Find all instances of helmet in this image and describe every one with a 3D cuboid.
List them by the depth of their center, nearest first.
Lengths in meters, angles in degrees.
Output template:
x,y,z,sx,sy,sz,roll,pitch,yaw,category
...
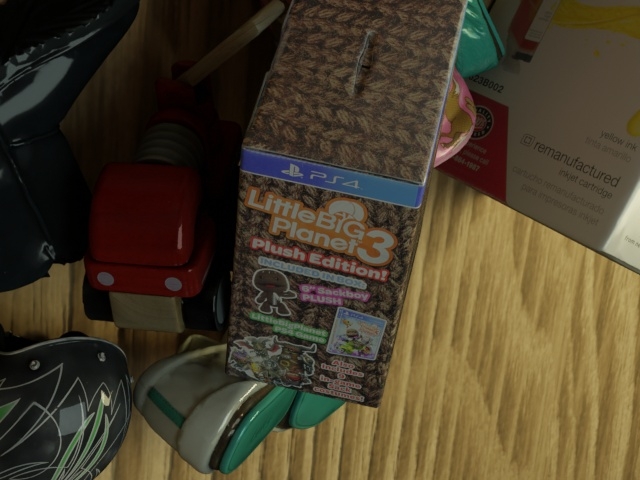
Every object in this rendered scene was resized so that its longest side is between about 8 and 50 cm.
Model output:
x,y,z,sx,sy,sz,roll,pitch,yaw,category
-0.247,0.147,1.401,0.169,0.161,0.169,-21,126,-33,helmet

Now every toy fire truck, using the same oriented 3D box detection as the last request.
x,y,z,sx,sy,sz,roll,pitch,yaw,category
-0.109,-0.071,1.333,0.217,0.158,0.246,-72,162,-50,toy fire truck

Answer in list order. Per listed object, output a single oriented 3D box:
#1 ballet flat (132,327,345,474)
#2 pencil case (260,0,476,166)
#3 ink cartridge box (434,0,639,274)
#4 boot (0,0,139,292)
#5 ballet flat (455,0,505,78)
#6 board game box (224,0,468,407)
x,y,z,sx,sy,sz,roll,pitch,yaw,category
-0.060,0.123,1.561,0.400,0.139,0.139,-17,129,-69,ballet flat
0.029,-0.230,1.449,0.167,0.160,0.386,-13,130,7,pencil case
0.315,-0.188,1.643,0.160,0.279,0.384,23,95,-46,ink cartridge box
-0.227,-0.091,1.337,0.246,0.094,0.207,-40,136,-21,boot
0.113,-0.253,1.569,0.087,0.083,0.247,-31,130,-8,ballet flat
0.019,-0.044,1.351,0.291,0.141,0.232,98,6,-49,board game box
